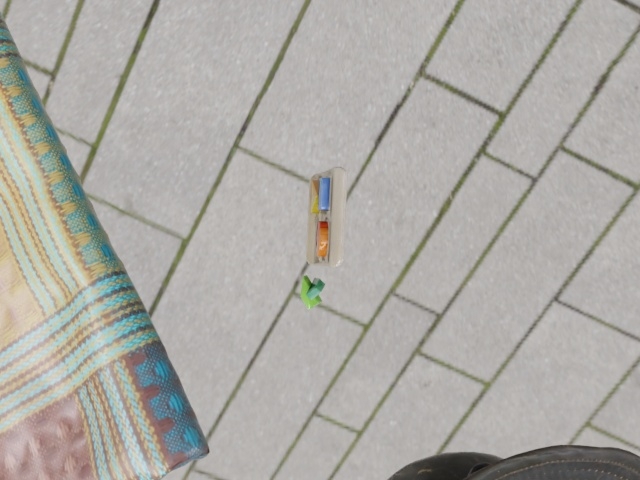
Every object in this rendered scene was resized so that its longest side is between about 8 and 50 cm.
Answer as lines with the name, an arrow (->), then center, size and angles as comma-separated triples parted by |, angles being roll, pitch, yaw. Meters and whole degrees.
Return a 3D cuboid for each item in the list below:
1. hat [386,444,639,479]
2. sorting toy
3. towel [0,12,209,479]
hat -> 0.089, 0.245, 0.719 | 0.331, 0.134, 0.331 | -14, 125, -21
sorting toy -> 0.000, 0.000, 0.570 | 0.012, 0.062, 0.083 | 3, 89, -15
towel -> -0.236, -0.003, 0.482 | 0.271, 0.040, 0.370 | -34, 76, 21
